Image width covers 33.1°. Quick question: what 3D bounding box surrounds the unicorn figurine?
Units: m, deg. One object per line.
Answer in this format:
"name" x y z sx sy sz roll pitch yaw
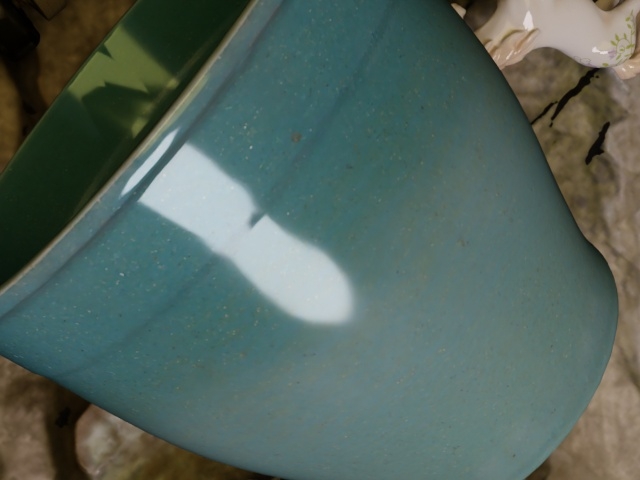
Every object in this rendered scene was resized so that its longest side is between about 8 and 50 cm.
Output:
"unicorn figurine" 0.132 -0.137 0.625 0.162 0.060 0.111 16 92 -7

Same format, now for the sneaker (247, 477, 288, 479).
"sneaker" -0.088 0.262 0.620 0.293 0.102 0.146 -35 101 2

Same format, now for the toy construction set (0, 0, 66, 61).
"toy construction set" -0.269 -0.183 0.488 0.309 0.237 0.257 -18 96 -4

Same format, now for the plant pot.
"plant pot" 0.000 0.000 0.531 0.255 0.271 0.271 39 89 -21
